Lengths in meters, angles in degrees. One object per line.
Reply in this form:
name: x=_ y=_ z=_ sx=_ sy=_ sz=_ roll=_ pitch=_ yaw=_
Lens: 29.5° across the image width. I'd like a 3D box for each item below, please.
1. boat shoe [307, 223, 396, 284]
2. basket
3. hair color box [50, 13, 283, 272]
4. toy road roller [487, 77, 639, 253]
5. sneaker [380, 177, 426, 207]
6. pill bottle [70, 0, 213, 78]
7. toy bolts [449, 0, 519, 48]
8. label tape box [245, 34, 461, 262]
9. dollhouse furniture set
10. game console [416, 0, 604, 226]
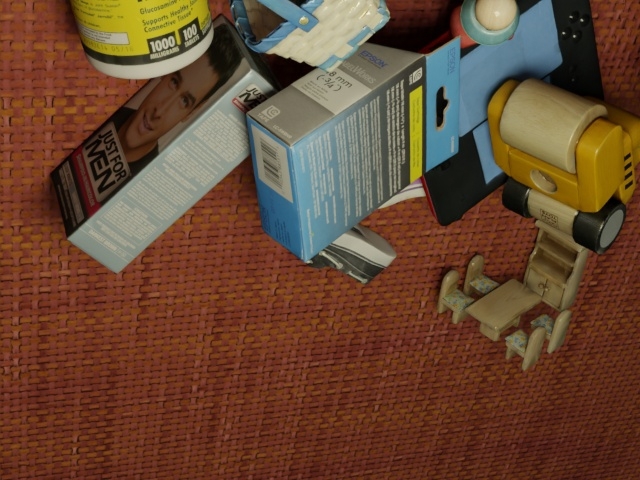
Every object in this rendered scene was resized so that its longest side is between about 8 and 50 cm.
boat shoe: x=0.000 y=0.000 z=2.102 sx=0.301 sy=0.108 sz=0.102 roll=25 pitch=112 yaw=-43
basket: x=-0.057 y=-0.374 z=1.661 sx=0.201 sy=0.254 sz=0.289 roll=-37 pitch=132 yaw=23
hair color box: x=-0.228 y=-0.146 z=1.834 sx=0.374 sy=0.185 sz=0.113 roll=-41 pitch=130 yaw=11
toy road roller: x=0.430 y=-0.164 z=2.001 sx=0.240 sy=0.203 sz=0.329 roll=-48 pitch=146 yaw=-19
sneaker: x=0.127 y=-0.150 z=2.045 sx=0.282 sy=0.102 sz=0.161 roll=-13 pitch=127 yaw=-27
pill bottle: x=-0.260 y=-0.400 z=1.623 sx=0.188 sy=0.188 sz=0.333 roll=-17 pitch=130 yaw=-10
toy bolts: x=0.209 y=-0.392 z=1.782 sx=0.218 sy=0.158 sz=0.228 roll=-16 pitch=91 yaw=-1
label tape box: x=0.056 y=-0.157 z=1.807 sx=0.334 sy=0.106 sz=0.240 roll=-36 pitch=144 yaw=-26
dollhouse furniture set: x=0.377 y=0.081 z=2.252 sx=0.242 sy=0.212 sz=0.161 roll=-28 pitch=139 yaw=-37
game console: x=0.305 y=-0.240 z=2.008 sx=0.387 sy=0.060 sz=0.342 roll=-36 pitch=132 yaw=-13
